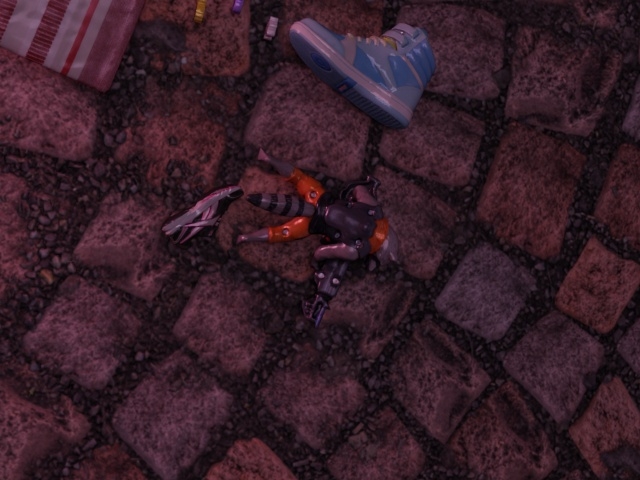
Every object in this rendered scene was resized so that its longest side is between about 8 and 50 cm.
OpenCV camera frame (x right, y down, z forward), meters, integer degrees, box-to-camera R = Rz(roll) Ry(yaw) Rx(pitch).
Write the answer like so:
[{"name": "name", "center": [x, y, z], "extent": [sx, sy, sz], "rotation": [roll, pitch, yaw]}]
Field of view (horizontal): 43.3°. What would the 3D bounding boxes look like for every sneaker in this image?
[{"name": "sneaker", "center": [-0.228, -0.047, 1.617], "extent": [0.178, 0.072, 0.077], "rotation": [-32, 108, -5]}, {"name": "sneaker", "center": [0.102, -0.401, 1.678], "extent": [0.319, 0.127, 0.208], "rotation": [36, 82, -21]}]

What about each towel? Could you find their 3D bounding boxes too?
[{"name": "towel", "center": [-0.511, -0.453, 1.513], "extent": [0.329, 0.037, 0.237], "rotation": [23, 95, -25]}]

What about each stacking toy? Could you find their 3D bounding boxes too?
[{"name": "stacking toy", "center": [-0.157, -0.531, 1.649], "extent": [0.167, 0.052, 0.221], "rotation": [13, 85, -14]}]

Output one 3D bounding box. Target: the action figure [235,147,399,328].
[{"name": "action figure", "center": [0.000, 0.000, 1.616], "extent": [0.330, 0.178, 0.341], "rotation": [15, 82, -4]}]
